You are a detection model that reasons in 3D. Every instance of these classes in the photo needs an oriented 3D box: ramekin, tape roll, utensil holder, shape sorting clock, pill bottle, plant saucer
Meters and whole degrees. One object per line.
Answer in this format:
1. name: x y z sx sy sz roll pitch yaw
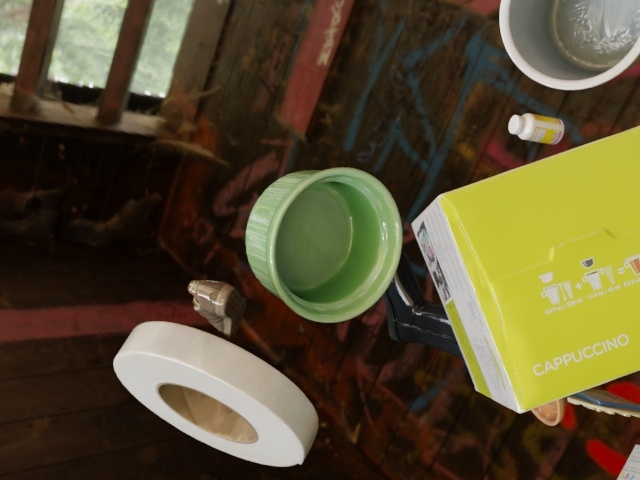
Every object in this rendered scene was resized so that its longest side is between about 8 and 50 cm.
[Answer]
1. ramekin: 0.000 0.000 1.459 0.304 0.303 0.148 7 -174 -33
2. tape roll: -0.191 0.289 1.342 0.392 0.392 0.072 24 -123 6
3. utensil holder: 0.638 -0.531 1.720 0.328 0.327 0.385 31 -152 22
4. shape sorting clock: 0.683 0.397 1.788 0.206 0.040 0.206 11 -177 -1
5. pill bottle: 0.350 -0.183 1.194 0.083 0.043 0.043 7 -155 -18
6. plant saucer: 0.443 0.276 1.493 0.037 0.200 0.200 -21 -147 -9

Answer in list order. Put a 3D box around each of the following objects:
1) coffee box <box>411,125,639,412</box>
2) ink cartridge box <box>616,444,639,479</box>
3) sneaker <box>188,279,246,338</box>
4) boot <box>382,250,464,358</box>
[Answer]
1. coffee box: 0.380 0.052 1.196 0.338 0.338 0.334 -19 174 -1
2. ink cartridge box: 0.494 0.408 1.054 0.127 0.176 0.128 33 169 0
3. sneaker: -0.168 0.104 1.197 0.071 0.066 0.188 22 157 8
4. boot: 0.241 0.134 1.606 0.207 0.246 0.094 8 -152 37
